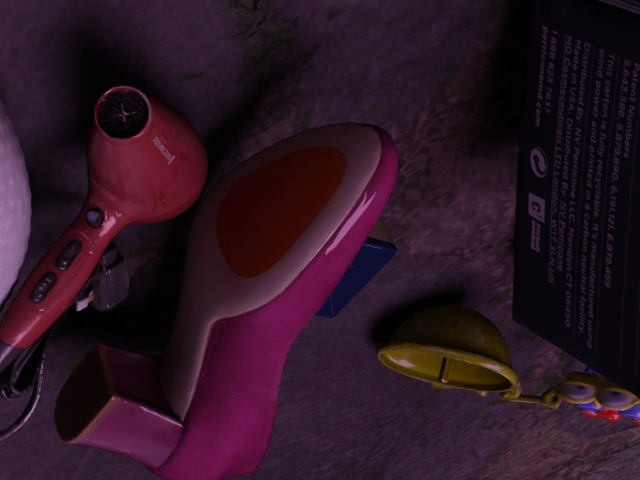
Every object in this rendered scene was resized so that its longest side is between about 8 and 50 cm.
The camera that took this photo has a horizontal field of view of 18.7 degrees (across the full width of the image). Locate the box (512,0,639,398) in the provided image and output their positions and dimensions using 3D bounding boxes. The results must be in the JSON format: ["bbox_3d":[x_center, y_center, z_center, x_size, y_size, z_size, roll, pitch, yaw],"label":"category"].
[{"bbox_3d":[0.463,-0.028,1.357,0.480,0.472,0.297,-10,112,-27],"label":"box"}]

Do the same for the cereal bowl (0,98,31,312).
[{"bbox_3d":[-0.338,0.020,1.249,0.339,0.141,0.339,-19,146,-14],"label":"cereal bowl"}]

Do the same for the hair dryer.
[{"bbox_3d":[-0.148,0.004,1.320,0.080,0.223,0.293,25,131,5],"label":"hair dryer"}]

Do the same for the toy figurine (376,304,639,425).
[{"bbox_3d":[0.252,0.045,1.701,0.363,0.217,0.191,9,173,23],"label":"toy figurine"}]

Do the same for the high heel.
[{"bbox_3d":[-0.027,0.052,1.440,0.181,0.127,0.377,18,136,-37],"label":"high heel"}]

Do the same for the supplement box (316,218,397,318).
[{"bbox_3d":[0.000,0.000,1.500,0.056,0.083,0.083,14,129,-45],"label":"supplement box"}]
